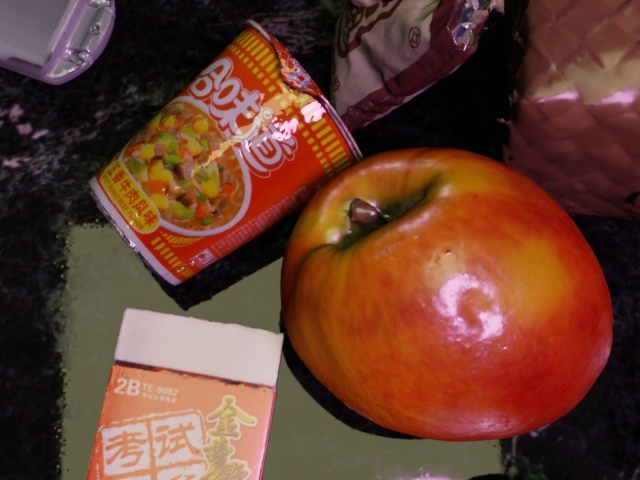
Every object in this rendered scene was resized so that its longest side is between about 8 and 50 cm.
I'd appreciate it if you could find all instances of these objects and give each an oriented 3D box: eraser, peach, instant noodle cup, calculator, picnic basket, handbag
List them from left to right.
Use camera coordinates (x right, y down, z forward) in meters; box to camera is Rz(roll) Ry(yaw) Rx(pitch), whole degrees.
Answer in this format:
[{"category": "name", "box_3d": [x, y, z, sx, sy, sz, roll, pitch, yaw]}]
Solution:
[{"category": "calculator", "box_3d": [-0.341, -0.257, 0.798, 0.246, 0.045, 0.141, 19, 75, 2]}, {"category": "eraser", "box_3d": [-0.128, 0.187, 0.699, 0.157, 0.038, 0.230, 9, 75, -1]}, {"category": "instant noodle cup", "box_3d": [-0.094, -0.069, 0.705, 0.212, 0.193, 0.193, -38, 81, -4]}, {"category": "handbag", "box_3d": [0.086, -0.225, 0.730, 0.127, 0.235, 0.212, 23, 70, -20]}, {"category": "peach", "box_3d": [0.104, 0.057, 0.647, 0.281, 0.281, 0.238, 3, 41, -3]}, {"category": "picnic basket", "box_3d": [0.323, -0.147, 0.684, 0.321, 0.291, 0.254, 3, 74, 10]}]
